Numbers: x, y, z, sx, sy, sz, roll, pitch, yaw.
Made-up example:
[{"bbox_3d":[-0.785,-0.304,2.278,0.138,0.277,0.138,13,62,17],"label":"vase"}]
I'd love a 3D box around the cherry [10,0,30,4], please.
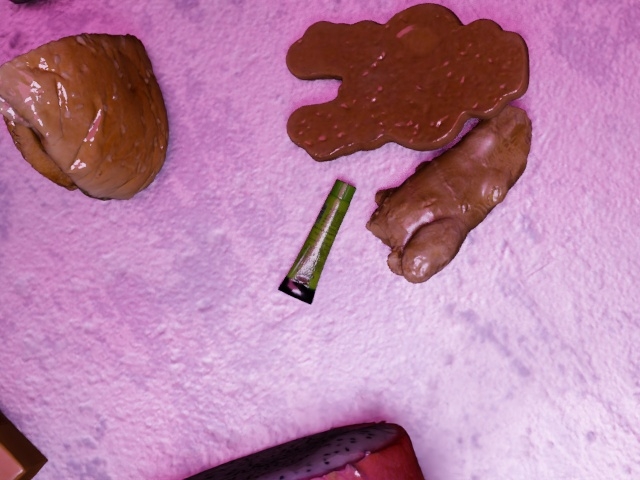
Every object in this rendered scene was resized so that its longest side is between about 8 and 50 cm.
[{"bbox_3d":[-0.310,-0.310,1.773,0.188,0.115,0.148,13,128,12],"label":"cherry"}]

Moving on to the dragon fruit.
[{"bbox_3d":[-0.023,0.284,1.640,0.290,0.290,0.189,-19,89,3],"label":"dragon fruit"}]

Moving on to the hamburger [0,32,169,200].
[{"bbox_3d":[-0.218,-0.119,1.702,0.135,0.207,0.155,-28,82,6],"label":"hamburger"}]

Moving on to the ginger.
[{"bbox_3d":[0.118,-0.041,1.740,0.081,0.115,0.205,47,67,-12],"label":"ginger"}]

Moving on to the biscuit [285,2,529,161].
[{"bbox_3d":[0.081,-0.153,1.743,0.236,0.040,0.144,-6,81,15],"label":"biscuit"}]

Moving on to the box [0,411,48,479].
[{"bbox_3d":[-0.495,0.272,1.753,0.415,0.116,0.264,-45,87,1],"label":"box"}]

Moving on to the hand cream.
[{"bbox_3d":[0.000,0.000,1.773,0.036,0.023,0.122,24,91,-7],"label":"hand cream"}]
